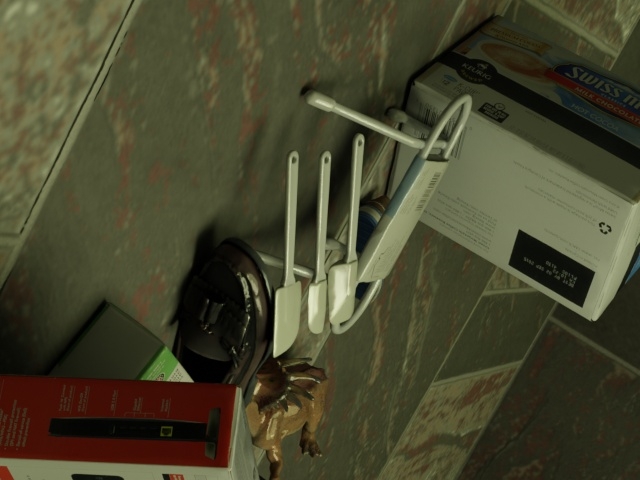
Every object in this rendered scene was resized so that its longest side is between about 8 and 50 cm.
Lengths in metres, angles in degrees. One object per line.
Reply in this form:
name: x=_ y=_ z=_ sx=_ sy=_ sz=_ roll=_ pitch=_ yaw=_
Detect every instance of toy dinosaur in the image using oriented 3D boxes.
toy dinosaur: x=-0.048 y=0.217 z=1.864 sx=0.296 sy=0.127 sz=0.200 roll=-27 pitch=137 yaw=-62

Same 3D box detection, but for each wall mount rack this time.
wall mount rack: x=0.041 y=-0.054 z=1.676 sx=0.350 sy=0.130 sz=0.304 roll=-62 pitch=162 yaw=12

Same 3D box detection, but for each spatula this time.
spatula: x=0.000 y=0.000 z=1.565 sx=0.168 sy=0.019 sz=0.242 roll=-20 pitch=119 yaw=-47

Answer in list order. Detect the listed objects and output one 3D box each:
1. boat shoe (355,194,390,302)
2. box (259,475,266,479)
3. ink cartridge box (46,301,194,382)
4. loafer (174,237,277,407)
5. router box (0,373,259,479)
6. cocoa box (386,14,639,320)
boat shoe: x=0.078 y=0.014 z=1.920 sx=0.066 sy=0.066 sz=0.183 roll=-43 pitch=155 yaw=-36
box: x=-0.144 y=0.350 z=1.706 sx=0.153 sy=0.207 sz=0.108 roll=-48 pitch=157 yaw=-24
ink cartridge box: x=-0.218 y=0.187 z=1.474 sx=0.160 sy=0.093 sz=0.219 roll=-52 pitch=158 yaw=-13
loafer: x=-0.123 y=0.127 z=1.592 sx=0.095 sy=0.109 sz=0.302 roll=-35 pitch=153 yaw=-35
router box: x=-0.212 y=0.238 z=1.283 sx=0.335 sy=0.301 sz=0.082 roll=87 pitch=7 yaw=-58
cocoa box: x=0.306 y=-0.106 z=1.860 sx=0.228 sy=0.347 sz=0.231 roll=-41 pitch=153 yaw=-38
